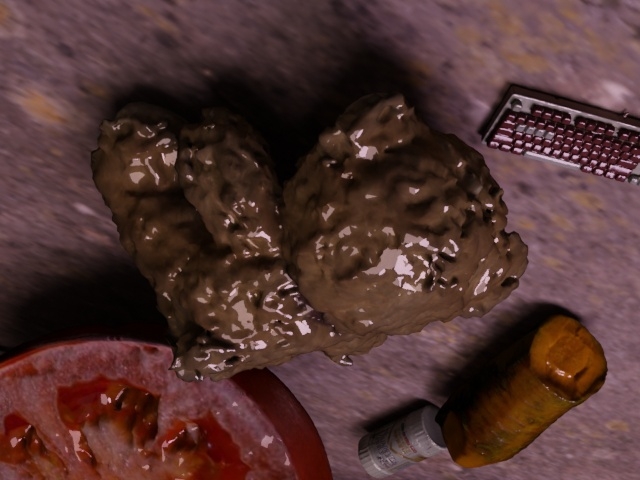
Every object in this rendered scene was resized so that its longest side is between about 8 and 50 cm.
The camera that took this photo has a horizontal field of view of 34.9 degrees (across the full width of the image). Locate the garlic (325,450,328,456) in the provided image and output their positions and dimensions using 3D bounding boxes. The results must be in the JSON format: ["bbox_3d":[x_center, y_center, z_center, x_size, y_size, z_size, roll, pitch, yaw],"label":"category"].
[{"bbox_3d":[-0.067,0.282,0.984,0.127,0.194,0.131,-11,153,28],"label":"garlic"}]

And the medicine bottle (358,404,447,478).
[{"bbox_3d":[0.080,0.192,0.974,0.083,0.047,0.047,-32,128,32],"label":"medicine bottle"}]

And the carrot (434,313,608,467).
[{"bbox_3d":[0.168,0.137,0.882,0.082,0.082,0.173,18,139,-18],"label":"carrot"}]

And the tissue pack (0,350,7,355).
[{"bbox_3d":[-0.245,0.156,0.960,0.193,0.026,0.123,17,137,-16],"label":"tissue pack"}]

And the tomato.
[{"bbox_3d":[-0.131,0.194,0.858,0.338,0.144,0.339,6,112,16],"label":"tomato"}]

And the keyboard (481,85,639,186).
[{"bbox_3d":[0.197,-0.065,0.698,0.165,0.017,0.055,13,137,-12],"label":"keyboard"}]

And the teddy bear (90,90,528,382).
[{"bbox_3d":[0.000,0.000,0.680,0.256,0.156,0.267,-25,131,25],"label":"teddy bear"}]
